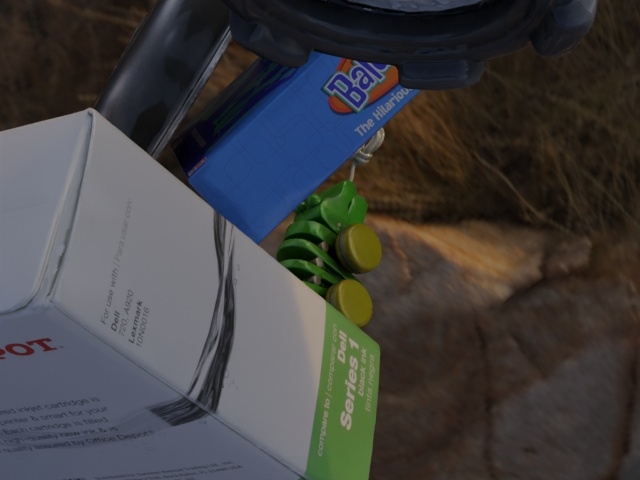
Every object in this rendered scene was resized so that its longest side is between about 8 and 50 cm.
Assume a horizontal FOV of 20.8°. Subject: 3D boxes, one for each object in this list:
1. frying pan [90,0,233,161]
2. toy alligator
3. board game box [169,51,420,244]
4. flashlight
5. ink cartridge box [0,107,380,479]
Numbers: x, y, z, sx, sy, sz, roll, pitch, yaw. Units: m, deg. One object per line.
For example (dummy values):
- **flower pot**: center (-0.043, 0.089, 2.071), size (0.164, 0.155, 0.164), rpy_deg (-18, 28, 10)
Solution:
- **frying pan**: center (-0.050, -0.134, 0.904), size (0.053, 0.326, 0.197), rpy_deg (31, 128, -9)
- **toy alligator**: center (0.000, 0.000, 1.015), size (0.056, 0.051, 0.189), rpy_deg (-23, 46, 43)
- **board game box**: center (0.021, -0.095, 0.839), size (0.210, 0.160, 0.047), rpy_deg (-43, 102, 0)
- **flashlight**: center (0.032, -0.196, 0.452), size (0.103, 0.103, 0.304), rpy_deg (-16, 60, 53)
- **ink cartridge box**: center (-0.098, 0.047, 0.748), size (0.160, 0.219, 0.092), rpy_deg (-10, 56, 31)
